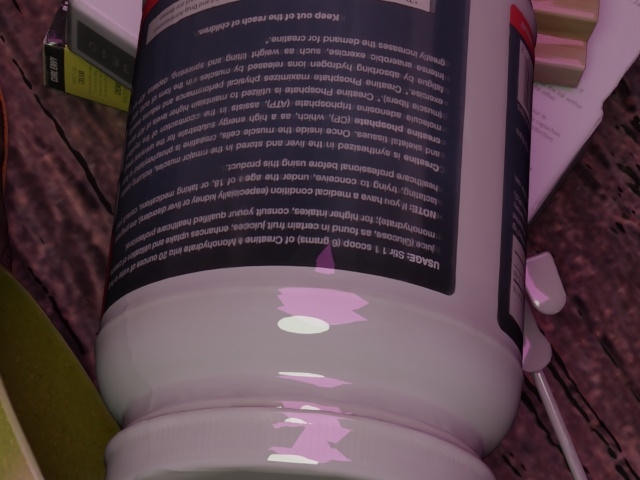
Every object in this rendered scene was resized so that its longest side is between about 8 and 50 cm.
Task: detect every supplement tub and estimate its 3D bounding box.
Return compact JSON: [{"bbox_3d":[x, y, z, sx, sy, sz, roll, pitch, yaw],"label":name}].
[{"bbox_3d":[0.000,0.000,0.888,0.191,0.191,0.272,7,65,-4],"label":"supplement tub"}]

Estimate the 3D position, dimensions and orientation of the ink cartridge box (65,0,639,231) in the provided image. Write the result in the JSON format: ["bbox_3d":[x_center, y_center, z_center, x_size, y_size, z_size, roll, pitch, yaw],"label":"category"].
[{"bbox_3d":[0.036,-0.130,1.091,0.275,0.060,0.239,34,64,9],"label":"ink cartridge box"}]

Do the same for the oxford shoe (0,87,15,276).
[{"bbox_3d":[-0.216,-0.058,1.072,0.097,0.098,0.271,-13,69,-12],"label":"oxford shoe"}]

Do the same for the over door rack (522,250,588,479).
[{"bbox_3d":[0.236,0.135,1.017,0.240,0.108,0.324,-18,90,-19],"label":"over door rack"}]

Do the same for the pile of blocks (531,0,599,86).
[{"bbox_3d":[0.001,-0.214,1.032,0.362,0.112,0.149,31,64,8],"label":"pile of blocks"}]

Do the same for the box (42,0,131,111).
[{"bbox_3d":[-0.039,-0.102,1.135,0.232,0.058,0.087,16,66,1],"label":"box"}]

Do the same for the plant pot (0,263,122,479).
[{"bbox_3d":[-0.220,0.193,0.897,0.294,0.275,0.274,-28,72,0],"label":"plant pot"}]
